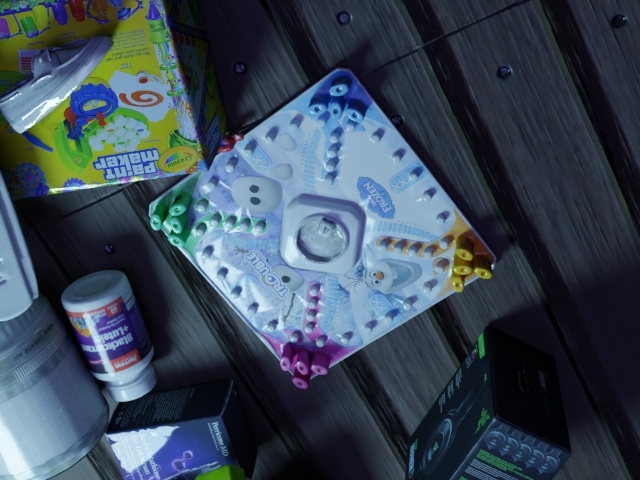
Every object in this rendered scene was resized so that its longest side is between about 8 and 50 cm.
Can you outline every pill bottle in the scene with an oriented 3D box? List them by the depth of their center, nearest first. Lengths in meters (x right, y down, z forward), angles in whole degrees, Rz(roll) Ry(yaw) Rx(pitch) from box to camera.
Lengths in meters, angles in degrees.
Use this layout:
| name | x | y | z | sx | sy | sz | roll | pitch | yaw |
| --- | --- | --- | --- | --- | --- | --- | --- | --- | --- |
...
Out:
| name | x | y | z | sx | sy | sz | roll | pitch | yaw |
| --- | --- | --- | --- | --- | --- | --- | --- | --- | --- |
| pill bottle | -0.327 | 0.153 | 1.715 | 0.108 | 0.108 | 0.194 | -11 | 115 | 12 |

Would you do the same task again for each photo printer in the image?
| name | x | y | z | sx | sy | sz | roll | pitch | yaw |
| --- | --- | --- | --- | --- | --- | --- | --- | --- | --- |
| photo printer | -0.508 | -0.061 | 1.529 | 0.107 | 0.307 | 0.256 | -22 | 126 | -20 |

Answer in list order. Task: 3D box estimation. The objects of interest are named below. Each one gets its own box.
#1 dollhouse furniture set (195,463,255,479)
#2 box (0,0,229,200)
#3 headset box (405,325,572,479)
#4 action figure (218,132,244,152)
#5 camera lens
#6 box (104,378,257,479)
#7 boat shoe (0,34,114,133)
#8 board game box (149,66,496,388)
| name | x | y | z | sx | sy | sz | roll | pitch | yaw |
| --- | --- | --- | --- | --- | --- | --- | --- | --- | --- |
| dollhouse furniture set | -0.105 | 0.494 | 1.760 | 0.197 | 0.151 | 0.301 | -27 | 140 | 32 |
| box | -0.306 | -0.230 | 1.478 | 0.289 | 0.177 | 0.279 | -7 | 116 | 9 |
| headset box | 0.252 | 0.306 | 1.649 | 0.131 | 0.246 | 0.283 | 26 | 118 | -8 |
| action figure | -0.164 | -0.138 | 1.584 | 0.115 | 0.038 | 0.030 | -12 | 128 | 16 |
| camera lens | -0.477 | 0.229 | 1.708 | 0.219 | 0.219 | 0.274 | -17 | 114 | 14 |
| box | -0.226 | 0.332 | 1.795 | 0.207 | 0.108 | 0.153 | -12 | 114 | 13 |
| boat shoe | -0.337 | -0.209 | 1.363 | 0.184 | 0.066 | 0.063 | -32 | 112 | 30 |
| board game box | 0.000 | 0.000 | 1.632 | 0.390 | 0.050 | 0.390 | -33 | 109 | 20 |
